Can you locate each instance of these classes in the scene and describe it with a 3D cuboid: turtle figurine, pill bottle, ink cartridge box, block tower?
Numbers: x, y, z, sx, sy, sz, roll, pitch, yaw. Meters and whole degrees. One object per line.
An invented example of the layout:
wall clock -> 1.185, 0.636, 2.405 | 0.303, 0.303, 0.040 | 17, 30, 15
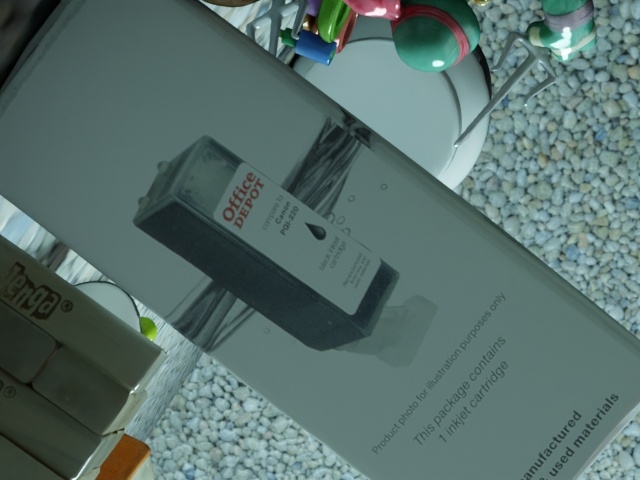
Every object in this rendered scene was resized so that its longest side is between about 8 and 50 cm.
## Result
turtle figurine -> 0.068, -0.147, 0.525 | 0.118, 0.175, 0.234 | 134, -22, -68
pill bottle -> 0.064, -0.121, 0.974 | 0.176, 0.176, 0.318 | -56, 179, 16
ink cartridge box -> 0.000, 0.000, 0.407 | 0.092, 0.218, 0.158 | -51, 180, 6
block tower -> -0.180, 0.152, 0.356 | 0.335, 0.091, 0.097 | -56, 180, -9

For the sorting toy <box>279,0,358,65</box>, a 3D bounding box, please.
sorting toy -> -0.002, -0.154, 0.740 | 0.102, 0.042, 0.061 | 51, 62, -84

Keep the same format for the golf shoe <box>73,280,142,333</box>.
golf shoe -> -0.134, 0.074, 0.501 | 0.094, 0.077, 0.198 | -57, 180, 43

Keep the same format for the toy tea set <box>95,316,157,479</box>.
toy tea set -> -0.189, 0.205, 0.686 | 0.336, 0.124, 0.200 | -56, 179, -42

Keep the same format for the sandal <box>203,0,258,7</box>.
sandal -> -0.032, -0.100, 0.328 | 0.049, 0.072, 0.180 | -37, -174, 7
